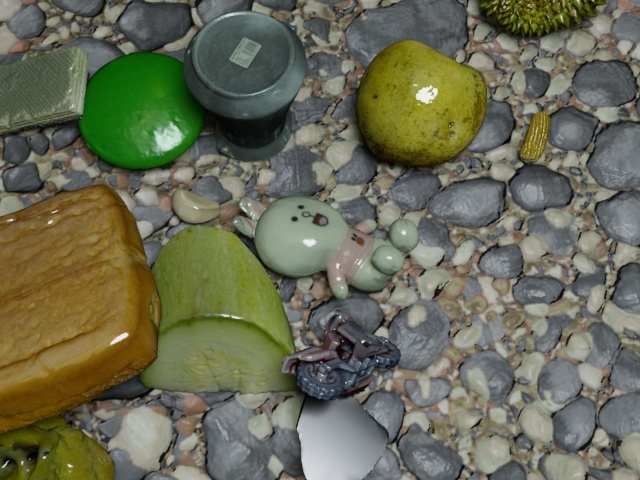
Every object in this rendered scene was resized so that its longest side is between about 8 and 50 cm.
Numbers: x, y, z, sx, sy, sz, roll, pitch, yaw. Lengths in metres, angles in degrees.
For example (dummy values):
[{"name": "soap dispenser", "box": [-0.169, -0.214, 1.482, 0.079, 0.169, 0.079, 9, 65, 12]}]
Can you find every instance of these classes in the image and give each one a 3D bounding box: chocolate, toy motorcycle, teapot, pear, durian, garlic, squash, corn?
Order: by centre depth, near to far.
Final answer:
[{"name": "toy motorcycle", "box": [0.022, 0.159, 0.920, 0.118, 0.213, 0.084, 34, 114, 27]}, {"name": "chocolate", "box": [0.027, 0.275, 0.924, 0.125, 0.080, 0.148, -6, 64, -11]}, {"name": "squash", "box": [-0.146, 0.103, 0.980, 0.237, 0.204, 0.155, 0, 34, -2]}, {"name": "teapot", "box": [-0.099, -0.235, 1.009, 0.171, 0.225, 0.203, 33, 75, 8]}, {"name": "pear", "box": [0.147, -0.200, 1.017, 0.198, 0.197, 0.197, 0, 73, 1]}, {"name": "garlic", "box": [-0.200, -0.052, 1.048, 0.083, 0.041, 0.053, 16, 32, 0]}, {"name": "corn", "box": [0.351, -0.168, 1.080, 0.037, 0.037, 0.092, 18, 73, 6]}, {"name": "durian", "box": [0.372, -0.440, 1.093, 0.237, 0.176, 0.200, -5, 82, 5]}]

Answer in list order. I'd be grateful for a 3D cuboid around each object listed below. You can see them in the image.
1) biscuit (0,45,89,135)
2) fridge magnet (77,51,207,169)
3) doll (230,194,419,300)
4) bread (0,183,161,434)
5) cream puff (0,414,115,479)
[{"name": "biscuit", "box": [-0.466, -0.241, 1.076, 0.200, 0.040, 0.121, -7, 70, 21]}, {"name": "fridge magnet", "box": [-0.286, -0.209, 1.072, 0.208, 0.088, 0.207, 0, 73, 1]}, {"name": "doll", "box": [0.003, 0.009, 0.993, 0.275, 0.113, 0.154, 13, 51, 9]}, {"name": "bread", "box": [-0.384, 0.105, 0.904, 0.337, 0.148, 0.328, -24, 52, -10]}, {"name": "cream puff", "box": [-0.414, 0.338, 0.855, 0.282, 0.185, 0.281, 0, 75, 1]}]
